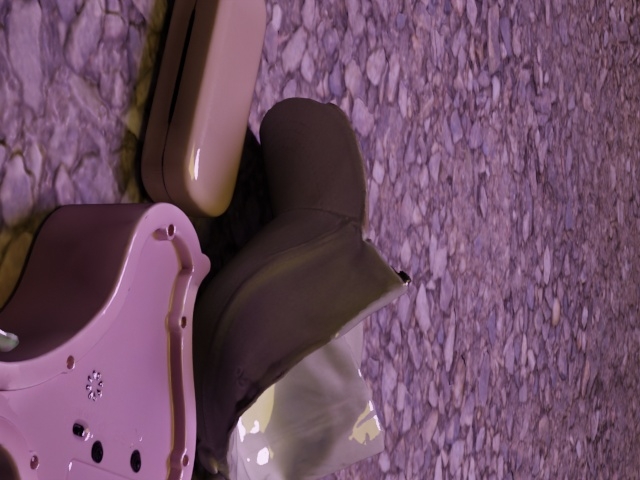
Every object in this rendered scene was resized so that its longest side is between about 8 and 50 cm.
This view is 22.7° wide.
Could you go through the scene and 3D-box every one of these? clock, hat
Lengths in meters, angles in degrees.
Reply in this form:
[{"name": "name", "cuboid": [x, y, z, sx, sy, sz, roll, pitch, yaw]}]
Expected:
[{"name": "clock", "cuboid": [-0.173, 0.092, 0.989, 0.290, 0.080, 0.275, 34, 61, -63]}, {"name": "hat", "cuboid": [-0.037, 0.033, 1.243, 0.257, 0.168, 0.301, 95, -14, -55]}]

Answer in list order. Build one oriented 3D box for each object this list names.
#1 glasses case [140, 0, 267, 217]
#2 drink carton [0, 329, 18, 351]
[{"name": "glasses case", "cuboid": [-0.086, -0.113, 1.202, 0.083, 0.050, 0.196, 43, 53, -56]}, {"name": "drink carton", "cuboid": [-0.241, 0.095, 0.774, 0.146, 0.144, 0.142, 31, 69, -62]}]
